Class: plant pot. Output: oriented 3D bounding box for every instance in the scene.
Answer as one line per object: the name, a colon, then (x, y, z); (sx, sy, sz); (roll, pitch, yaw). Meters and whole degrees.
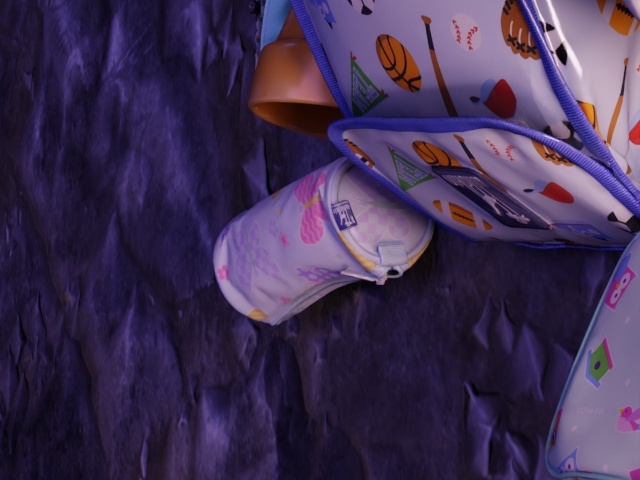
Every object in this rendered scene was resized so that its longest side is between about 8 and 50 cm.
plant pot: (0.052, -0.190, 1.751); (0.205, 0.205, 0.188); (0, 77, 62)

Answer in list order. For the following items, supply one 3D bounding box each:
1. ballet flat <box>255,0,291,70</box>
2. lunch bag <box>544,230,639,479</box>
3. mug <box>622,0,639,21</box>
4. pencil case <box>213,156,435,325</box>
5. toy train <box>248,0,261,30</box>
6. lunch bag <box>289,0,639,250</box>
ballet flat: (0.047, -0.318, 1.893); (0.147, 0.147, 0.409); (31, 107, 60)
lunch bag: (0.275, 0.077, 1.224); (0.279, 0.108, 0.224); (-5, 57, 63)
mug: (0.324, -0.290, 1.174); (0.374, 0.276, 0.328); (-7, 60, 29)
pencil case: (0.000, 0.000, 1.887); (0.273, 0.113, 0.124); (-24, 87, 58)
toy train: (-0.021, -0.283, 2.013); (0.080, 0.105, 0.184); (-7, 76, 62)
lunch bag: (0.143, -0.167, 1.498); (0.328, 0.239, 0.385); (3, 120, 61)
